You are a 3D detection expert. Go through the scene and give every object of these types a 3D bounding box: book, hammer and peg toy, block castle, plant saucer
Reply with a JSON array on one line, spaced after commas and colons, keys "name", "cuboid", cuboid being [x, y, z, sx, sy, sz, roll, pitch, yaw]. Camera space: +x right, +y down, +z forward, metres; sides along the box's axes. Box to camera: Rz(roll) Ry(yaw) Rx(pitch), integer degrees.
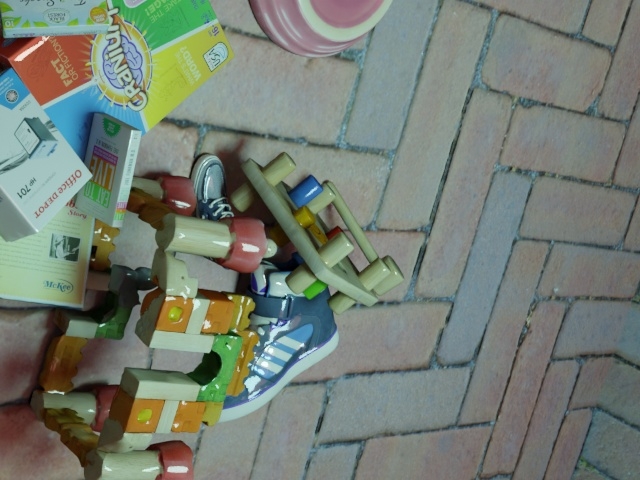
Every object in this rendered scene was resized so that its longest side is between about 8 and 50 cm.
[{"name": "book", "cuboid": [-0.304, -0.102, 1.591, 0.035, 0.096, 0.144, 0, 110, -44]}, {"name": "hammer and peg toy", "cuboid": [0.000, 0.000, 1.922, 0.127, 0.266, 0.361, -39, 156, 9]}, {"name": "block castle", "cuboid": [-0.254, 0.139, 1.710, 0.212, 0.303, 0.453, 11, 101, -40]}, {"name": "plant saucer", "cuboid": [0.026, -0.466, 1.847, 0.332, 0.084, 0.332, -21, 123, -36]}]

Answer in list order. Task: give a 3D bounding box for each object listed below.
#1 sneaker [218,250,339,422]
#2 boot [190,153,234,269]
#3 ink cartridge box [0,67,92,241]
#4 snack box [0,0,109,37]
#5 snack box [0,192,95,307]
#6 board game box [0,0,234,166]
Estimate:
[{"name": "sneaker", "cuboid": [-0.121, 0.154, 1.994, 0.322, 0.130, 0.236, -32, 119, -24]}, {"name": "boot", "cuboid": [-0.168, -0.047, 1.858, 0.069, 0.086, 0.190, -22, 124, -36]}, {"name": "ink cartridge box", "cuboid": [-0.425, -0.115, 1.503, 0.191, 0.082, 0.140, 55, 45, -23]}, {"name": "snack box", "cuboid": [-0.364, -0.329, 1.492, 0.141, 0.037, 0.100, -7, 82, -19]}, {"name": "snack box", "cuboid": [-0.468, -0.013, 1.559, 0.322, 0.060, 0.187, 13, 81, -47]}, {"name": "board game box", "cuboid": [-0.298, -0.278, 1.630, 0.316, 0.064, 0.242, -45, 135, -19]}]
